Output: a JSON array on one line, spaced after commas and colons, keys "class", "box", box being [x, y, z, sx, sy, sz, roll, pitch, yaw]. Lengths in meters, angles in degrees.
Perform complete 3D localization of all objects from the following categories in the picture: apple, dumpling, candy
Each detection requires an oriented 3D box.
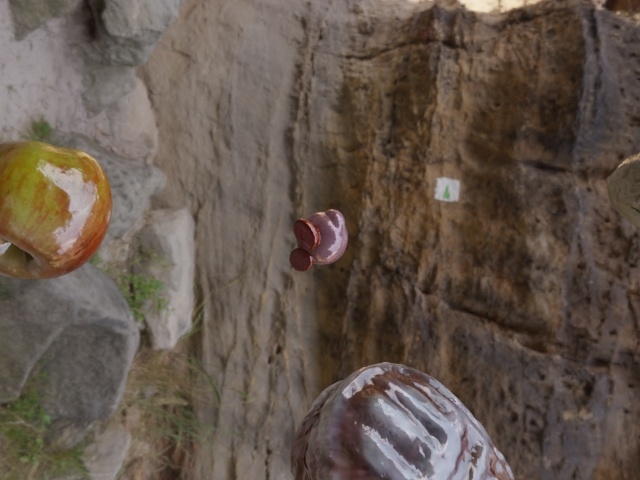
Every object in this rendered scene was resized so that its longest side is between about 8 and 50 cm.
[{"class": "apple", "box": [-0.576, -0.074, 1.123, 0.301, 0.302, 0.301, 11, 90, -82]}, {"class": "dumpling", "box": [0.464, -0.074, 0.733, 0.136, 0.118, 0.199, -44, 165, 28]}, {"class": "candy", "box": [0.097, 0.275, 0.605, 0.214, 0.289, 0.157, -43, -178, -42]}]

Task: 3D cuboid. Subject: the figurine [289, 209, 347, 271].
[{"class": "figurine", "box": [0.000, 0.000, 0.700, 0.071, 0.067, 0.083, -36, 162, -45]}]
